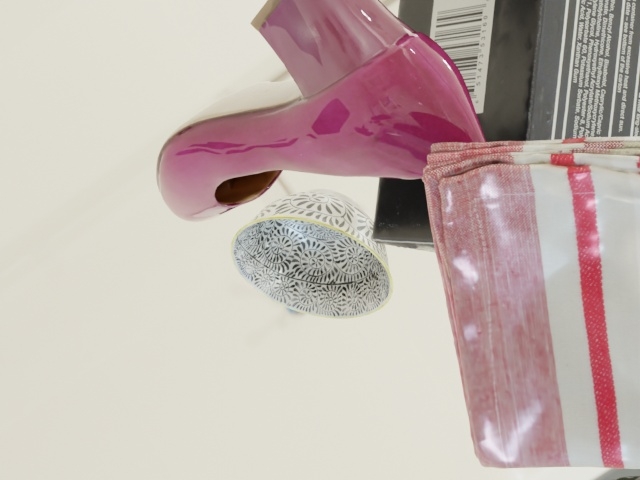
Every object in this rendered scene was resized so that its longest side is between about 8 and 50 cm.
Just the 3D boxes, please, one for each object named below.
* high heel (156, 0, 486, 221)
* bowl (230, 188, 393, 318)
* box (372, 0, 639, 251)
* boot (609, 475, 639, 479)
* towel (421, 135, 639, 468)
[{"bbox_3d":[-0.014,-0.051,1.021,0.181,0.127,0.377,52,-26,5],"label":"high heel"},{"bbox_3d":[0.000,0.000,1.360,0.170,0.170,0.080,49,45,-38],"label":"bowl"},{"bbox_3d":[0.220,-0.119,1.127,0.294,0.296,0.183,10,-4,-36],"label":"box"},{"bbox_3d":[0.189,0.248,0.424,0.260,0.131,0.348,58,4,-18],"label":"boot"},{"bbox_3d":[0.232,0.047,0.757,0.037,0.329,0.237,-62,145,-51],"label":"towel"}]
